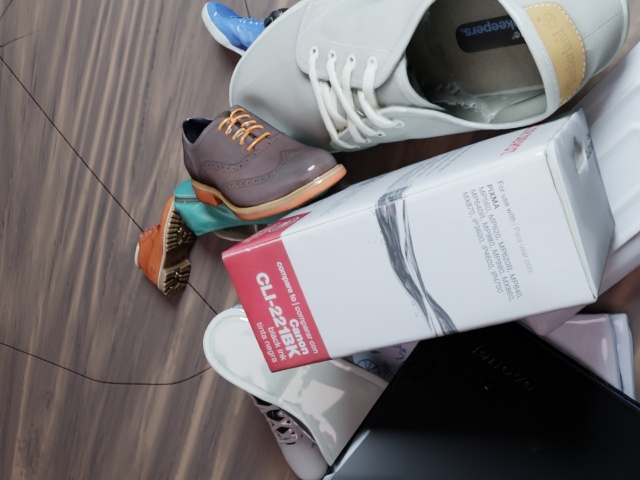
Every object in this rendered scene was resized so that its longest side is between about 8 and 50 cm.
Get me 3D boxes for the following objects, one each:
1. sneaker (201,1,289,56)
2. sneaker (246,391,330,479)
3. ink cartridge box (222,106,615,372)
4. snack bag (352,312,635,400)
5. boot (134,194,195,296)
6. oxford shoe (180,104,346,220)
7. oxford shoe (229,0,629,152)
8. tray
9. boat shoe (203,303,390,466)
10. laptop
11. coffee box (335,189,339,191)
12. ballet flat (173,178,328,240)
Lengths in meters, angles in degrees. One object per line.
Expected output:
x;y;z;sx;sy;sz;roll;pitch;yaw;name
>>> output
-0.066;-0.246;0.860;0.152;0.058;0.085;46;129;10;sneaker
-0.055;0.208;0.965;0.085;0.086;0.237;-18;94;35;sneaker
0.090;-0.002;0.622;0.272;0.197;0.114;-18;98;29;ink cartridge box
0.190;0.241;0.837;0.323;0.037;0.343;-3;101;34;snack bag
-0.219;-0.007;1.036;0.084;0.059;0.158;34;121;28;boot
-0.078;-0.088;0.786;0.271;0.097;0.098;9;129;52;oxford shoe
0.053;-0.156;0.705;0.449;0.130;0.169;-3;126;44;oxford shoe
0.242;-0.035;0.672;0.145;0.030;0.270;49;126;11;tray
0.012;0.180;0.864;0.319;0.099;0.116;34;94;3;boat shoe
0.174;0.345;0.762;0.382;0.236;0.408;35;130;15;laptop
0.000;0.000;0.854;0.184;0.113;0.040;-39;77;37;coffee box
-0.074;-0.042;0.923;0.247;0.083;0.087;-3;126;35;ballet flat
